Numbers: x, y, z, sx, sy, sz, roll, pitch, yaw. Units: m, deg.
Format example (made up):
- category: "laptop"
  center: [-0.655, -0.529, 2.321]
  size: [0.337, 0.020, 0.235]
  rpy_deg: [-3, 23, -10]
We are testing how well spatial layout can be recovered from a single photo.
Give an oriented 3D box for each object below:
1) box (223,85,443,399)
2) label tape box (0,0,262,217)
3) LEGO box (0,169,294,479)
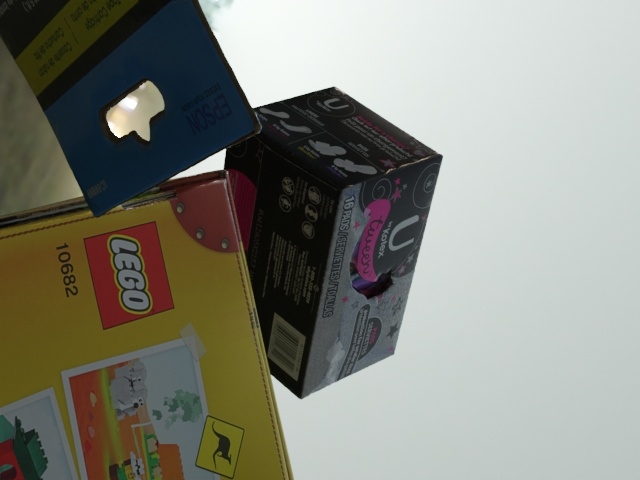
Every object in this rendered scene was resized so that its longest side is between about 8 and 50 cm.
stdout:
- category: "box"
  center: [0.000, 0.000, 1.333]
  size: [0.142, 0.163, 0.247]
  rpy_deg: [-22, 135, -39]
- category: "label tape box"
  center: [-0.122, -0.199, 0.706]
  size: [0.106, 0.334, 0.240]
  rpy_deg: [-32, -173, -28]
- category: "LEGO box"
  center: [-0.207, 0.230, 0.998]
  size: [0.193, 0.500, 0.372]
  rpy_deg: [-8, -174, 45]
